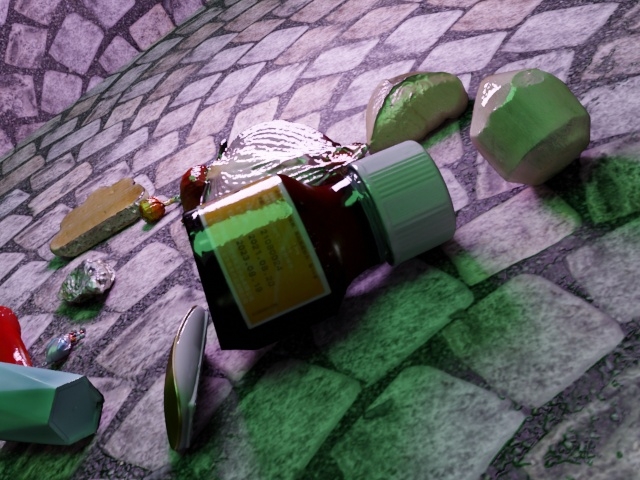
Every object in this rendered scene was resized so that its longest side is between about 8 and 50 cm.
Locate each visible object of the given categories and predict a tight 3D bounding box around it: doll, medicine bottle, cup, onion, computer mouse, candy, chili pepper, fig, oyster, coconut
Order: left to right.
[{"bbox_3d":[-0.651,0.218,1.568,0.110,0.110,0.387,-39,36,-12],"label":"chili pepper"},{"bbox_3d":[-0.477,0.280,1.297,0.235,0.148,0.134,-2,74,34],"label":"cup"},{"bbox_3d":[-0.505,0.207,1.509,0.057,0.039,0.114,20,38,14],"label":"doll"},{"bbox_3d":[-0.504,0.087,1.667,0.177,0.064,0.125,-11,40,36],"label":"oyster"},{"bbox_3d":[-0.336,-0.104,1.815,0.201,0.060,0.060,-26,29,-4],"label":"candy"},{"bbox_3d":[-0.206,0.202,1.173,0.056,0.126,0.245,8,34,-6],"label":"computer mouse"},{"bbox_3d":[-0.268,-0.096,1.665,0.153,0.119,0.119,-25,30,16],"label":"fig"},{"bbox_3d":[-0.044,-0.087,1.407,0.348,0.159,0.267,1,54,34],"label":"onion"},{"bbox_3d":[0.000,0.000,1.173,0.395,0.243,0.242,-21,28,-9],"label":"medicine bottle"},{"bbox_3d":[0.313,-0.183,1.176,0.171,0.171,0.183,-33,72,-1],"label":"coconut"}]

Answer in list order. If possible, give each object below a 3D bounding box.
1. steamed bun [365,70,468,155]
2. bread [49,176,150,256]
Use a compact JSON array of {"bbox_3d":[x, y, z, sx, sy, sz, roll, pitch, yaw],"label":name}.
[{"bbox_3d":[0.179,-0.280,1.533,0.212,0.110,0.231,-21,34,17],"label":"steamed bun"},{"bbox_3d":[-0.548,-0.067,1.941,0.286,0.056,0.207,-27,33,8],"label":"bread"}]
